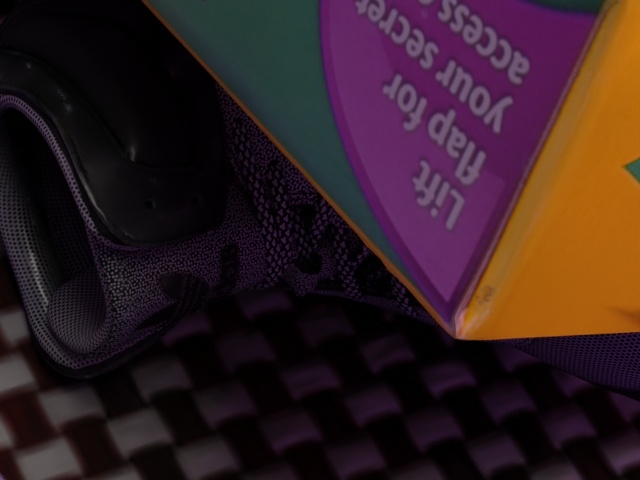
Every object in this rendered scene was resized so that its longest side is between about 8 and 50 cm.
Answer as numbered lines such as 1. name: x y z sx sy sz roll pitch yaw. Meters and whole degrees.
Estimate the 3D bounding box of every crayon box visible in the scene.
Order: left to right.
1. crayon box: 0.069 -0.121 0.598 0.313 0.106 0.363 1 34 -40

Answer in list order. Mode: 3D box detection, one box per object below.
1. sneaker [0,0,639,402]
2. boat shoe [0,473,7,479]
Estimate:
1. sneaker: 0.000 0.000 0.599 0.268 0.101 0.153 34 50 11
2. boat shoe: -0.135 0.091 0.463 0.320 0.118 0.103 41 46 1
